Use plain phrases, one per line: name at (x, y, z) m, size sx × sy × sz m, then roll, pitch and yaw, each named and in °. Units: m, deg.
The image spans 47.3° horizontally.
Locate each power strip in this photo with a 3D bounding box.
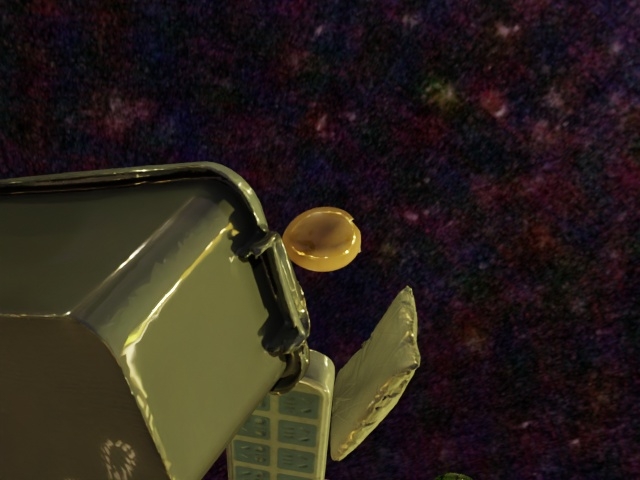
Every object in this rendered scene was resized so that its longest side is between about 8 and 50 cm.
power strip at (-0.034, 0.161, 0.572) m, size 0.080 × 0.227 × 0.029 m, roll 6°, pitch 40°, yaw 4°

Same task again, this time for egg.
egg at (0.000, 0.000, 0.890) m, size 0.096 × 0.080 × 0.080 m, roll -17°, pitch 72°, yaw -36°

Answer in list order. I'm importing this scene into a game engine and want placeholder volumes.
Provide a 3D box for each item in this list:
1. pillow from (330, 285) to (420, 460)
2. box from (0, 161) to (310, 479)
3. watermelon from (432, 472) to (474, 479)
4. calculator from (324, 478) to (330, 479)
pillow at (0.110, 0.262, 1.447) m, size 0.076 × 0.281 × 0.274 m, roll 30°, pitch 24°, yaw -9°
box at (-0.144, 0.057, 0.425) m, size 0.243 × 0.163 × 0.135 m, roll -1°, pitch 30°, yaw 26°
watermelon at (0.210, 0.419, 1.152) m, size 0.109 × 0.109 × 0.109 m, roll 6°, pitch 66°, yaw -13°
calculator at (0.010, 0.520, 1.137) m, size 0.194 × 0.043 × 0.294 m, roll -18°, pitch 98°, yaw -58°
